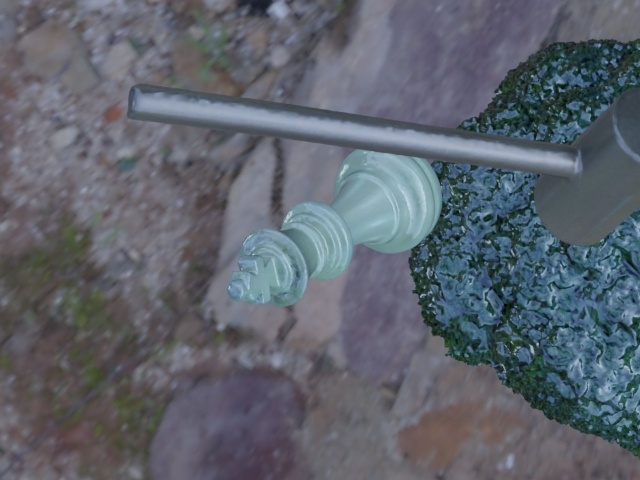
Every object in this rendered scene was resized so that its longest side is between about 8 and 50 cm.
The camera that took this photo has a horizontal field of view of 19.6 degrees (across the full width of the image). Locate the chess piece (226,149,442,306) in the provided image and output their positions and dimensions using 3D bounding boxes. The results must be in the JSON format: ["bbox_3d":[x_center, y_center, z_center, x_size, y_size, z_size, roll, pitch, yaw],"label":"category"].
[{"bbox_3d":[0.000,0.000,0.917,0.059,0.149,0.059,17,121,30],"label":"chess piece"}]

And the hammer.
[{"bbox_3d":[0.016,-0.018,0.360,0.110,0.019,0.035,5,152,-20],"label":"hammer"}]

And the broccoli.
[{"bbox_3d":[0.199,0.010,1.257,0.298,0.297,0.297,2,72,-5],"label":"broccoli"}]
